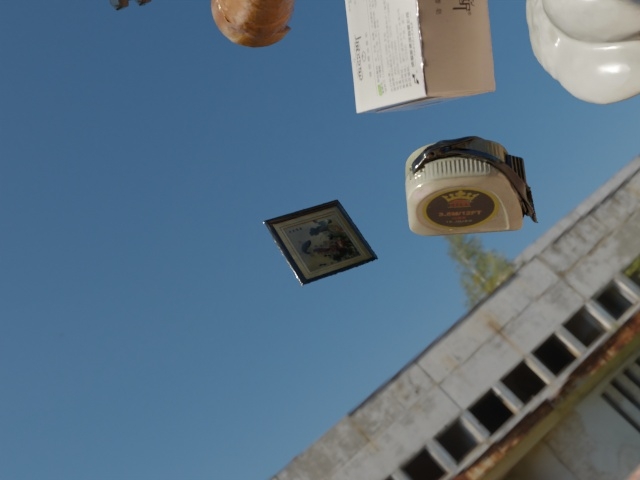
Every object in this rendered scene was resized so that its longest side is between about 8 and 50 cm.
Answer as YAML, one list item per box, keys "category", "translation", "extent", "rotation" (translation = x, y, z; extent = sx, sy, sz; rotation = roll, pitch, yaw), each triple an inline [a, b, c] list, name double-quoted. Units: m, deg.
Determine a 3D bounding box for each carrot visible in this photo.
- category: "carrot"
  translation: [-0.132, -0.537, 1.758]
  extent: [0.196, 0.196, 0.254]
  rotation: [-41, 7, -9]

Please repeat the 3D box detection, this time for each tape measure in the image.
- category: "tape measure"
  translation: [0.305, -0.117, 1.616]
  extent: [0.271, 0.133, 0.231]
  rotation: [-1, -32, 7]

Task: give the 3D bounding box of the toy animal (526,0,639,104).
- category: "toy animal"
  translation: [0.317, -0.186, 0.629]
  extent: [0.194, 0.357, 0.258]
  rotation: [53, -129, -30]

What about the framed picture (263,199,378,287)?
- category: "framed picture"
  translation: [0.000, 0.000, 1.807]
  extent: [0.195, 0.199, 0.010]
  rotation: [-17, -35, -24]

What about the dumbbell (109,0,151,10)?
- category: "dumbbell"
  translation: [-0.356, -0.457, 1.528]
  extent: [0.040, 0.036, 0.083]
  rotation: [-12, 13, 40]

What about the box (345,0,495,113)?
- category: "box"
  translation: [0.117, -0.302, 1.036]
  extent: [0.111, 0.260, 0.194]
  rotation: [-11, 7, -22]
